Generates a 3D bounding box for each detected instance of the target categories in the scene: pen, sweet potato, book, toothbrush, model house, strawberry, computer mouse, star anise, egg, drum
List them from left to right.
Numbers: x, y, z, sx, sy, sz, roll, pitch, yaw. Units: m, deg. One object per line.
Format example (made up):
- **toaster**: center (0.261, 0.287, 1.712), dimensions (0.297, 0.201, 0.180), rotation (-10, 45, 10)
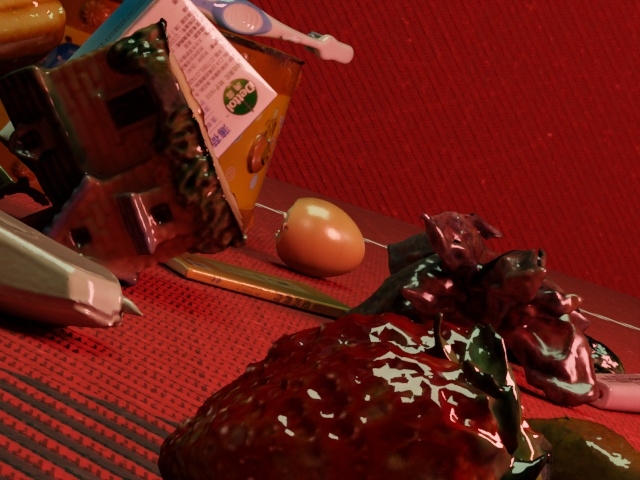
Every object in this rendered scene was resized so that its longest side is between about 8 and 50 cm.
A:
- **computer mouse**: center (-0.189, 0.015, 1.093), dimensions (0.181, 0.056, 0.089), rotation (28, 7, 8)
- **drum**: center (-0.245, -0.161, 2.010), dimensions (0.431, 0.214, 0.431), rotation (17, 4, -1)
- **model house**: center (-0.166, -0.059, 1.418), dimensions (0.172, 0.183, 0.166), rotation (-20, 8, 0)
- **toothbrush**: center (-0.091, -0.235, 1.908), dimensions (0.040, 0.040, 0.386), rotation (22, 7, 39)
- **book**: center (-0.063, 0.035, 1.629), dimensions (0.172, 0.012, 0.118), rotation (16, 5, -26)
- **egg**: center (0.000, 0.000, 1.898), dimensions (0.096, 0.080, 0.080), rotation (27, 4, -2)
- **strawberry**: center (0.014, 0.090, 0.720), dimensions (0.148, 0.131, 0.131), rotation (-24, 1, 6)
- **star anise**: center (0.141, 0.051, 1.599), dimensions (0.212, 0.129, 0.283), rotation (22, -1, -9)
- **sweet potato**: center (0.141, 0.130, 1.022), dimensions (0.067, 0.067, 0.274), rotation (15, 0, -35)
- **pen**: center (0.294, 0.141, 1.688), dimensions (0.053, 0.032, 0.197), rotation (21, 7, 34)

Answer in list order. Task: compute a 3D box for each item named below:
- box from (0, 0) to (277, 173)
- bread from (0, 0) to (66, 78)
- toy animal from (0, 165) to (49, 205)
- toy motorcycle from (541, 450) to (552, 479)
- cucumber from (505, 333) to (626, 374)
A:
- **box**: center (-0.156, -0.107, 1.568), dimensions (0.139, 0.194, 0.073), rotation (46, -9, -25)
- **bread**: center (-0.333, -0.144, 1.436), dimensions (0.184, 0.111, 0.234), rotation (-25, -1, 41)
- **toy animal**: center (-0.322, -0.080, 1.580), dimensions (0.219, 0.086, 0.069), rotation (26, 46, 19)
- **toy motorcycle**: center (0.041, 0.106, 0.945), dimensions (0.173, 0.058, 0.100), rotation (18, -3, -20)
- **cucumber**: center (0.191, 0.093, 1.749), dimensions (0.214, 0.052, 0.058), rotation (22, -24, 16)
